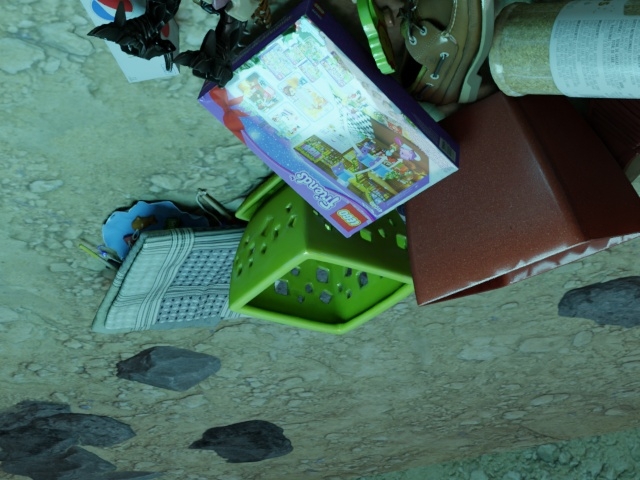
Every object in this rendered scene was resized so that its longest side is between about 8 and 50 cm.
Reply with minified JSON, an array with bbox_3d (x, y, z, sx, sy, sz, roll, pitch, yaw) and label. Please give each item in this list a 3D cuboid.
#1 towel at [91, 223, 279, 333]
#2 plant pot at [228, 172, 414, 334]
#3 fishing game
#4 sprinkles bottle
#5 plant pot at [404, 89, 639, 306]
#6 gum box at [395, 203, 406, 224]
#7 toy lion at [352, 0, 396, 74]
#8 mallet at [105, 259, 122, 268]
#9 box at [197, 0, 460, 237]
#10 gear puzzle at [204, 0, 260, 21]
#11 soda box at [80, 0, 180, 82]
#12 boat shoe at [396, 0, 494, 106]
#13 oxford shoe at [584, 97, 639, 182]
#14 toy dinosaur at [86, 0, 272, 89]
[{"bbox_3d":[-0.209,0.075,1.813,0.312,0.056,0.324,-4,150,-32],"label":"towel"},{"bbox_3d":[0.000,0.000,1.640,0.227,0.207,0.228,15,145,-32],"label":"plant pot"},{"bbox_3d":[-0.272,-0.002,1.757,0.264,0.041,0.189,-20,142,21],"label":"fishing game"},{"bbox_3d":[0.371,-0.221,1.207,0.355,0.121,0.121,9,165,41],"label":"sprinkles bottle"},{"bbox_3d":[0.269,-0.071,1.469,0.267,0.235,0.267,-24,169,35],"label":"plant pot"},{"bbox_3d":[0.184,-0.065,1.718,0.157,0.041,0.184,15,146,-31],"label":"gum box"},{"bbox_3d":[0.070,-0.259,1.297,0.034,0.096,0.100,-15,149,18],"label":"toy lion"},{"bbox_3d":[-0.286,0.053,1.876,0.190,0.039,0.062,14,146,-23],"label":"mallet"},{"bbox_3d":[0.013,-0.153,1.368,0.201,0.057,0.293,-32,118,32],"label":"box"},{"bbox_3d":[-0.046,-0.381,0.977,0.175,0.044,0.339,19,112,-47],"label":"gear puzzle"},{"bbox_3d":[-0.230,-0.282,1.236,0.069,0.073,0.216,-8,150,8],"label":"soda box"},{"bbox_3d":[0.149,-0.260,1.292,0.105,0.110,0.307,-6,151,0],"label":"boat shoe"},{"bbox_3d":[0.458,-0.178,1.522,0.130,0.123,0.348,-28,160,-38],"label":"oxford shoe"},{"bbox_3d":[-0.123,-0.289,1.141,0.164,0.218,0.322,21,-179,44],"label":"toy dinosaur"}]
